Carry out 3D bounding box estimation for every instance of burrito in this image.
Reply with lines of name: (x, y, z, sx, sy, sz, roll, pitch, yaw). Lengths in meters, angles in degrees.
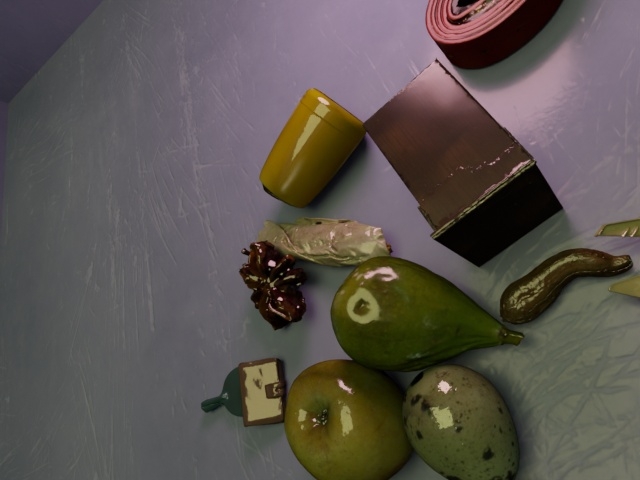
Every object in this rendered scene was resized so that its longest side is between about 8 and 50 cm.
burrito: (0.000, 0.000, 1.174, 0.392, 0.076, 0.117, 4, 78, 37)

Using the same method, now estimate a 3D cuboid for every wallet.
wallet: (-0.138, 0.364, 1.180, 0.118, 0.039, 0.152, -11, 72, 17)

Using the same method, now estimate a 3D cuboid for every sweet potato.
sweet potato: (0.416, 0.071, 0.863, 0.233, 0.062, 0.081, -34, 77, 20)

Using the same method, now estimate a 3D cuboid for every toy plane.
toy plane: (0.564, 0.006, 0.752, 0.229, 0.092, 0.244, 34, 97, 18)

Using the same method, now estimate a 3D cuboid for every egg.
egg: (0.244, 0.322, 0.842, 0.177, 0.177, 0.228, -44, 76, 18)

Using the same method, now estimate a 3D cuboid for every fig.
fig: (0.175, 0.168, 0.919, 0.314, 0.233, 0.233, 36, 99, 13)

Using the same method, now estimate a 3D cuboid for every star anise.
star anise: (-0.103, 0.103, 1.185, 0.190, 0.126, 0.220, -18, 88, 61)

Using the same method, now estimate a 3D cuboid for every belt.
belt: (0.375, -0.527, 1.033, 0.324, 0.115, 0.227, -45, 56, 16)

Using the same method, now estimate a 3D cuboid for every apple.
apple: (0.052, 0.355, 0.958, 0.261, 0.194, 0.260, -12, 68, 34)

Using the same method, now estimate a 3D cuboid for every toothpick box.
toothpick box: (-0.029, -0.213, 1.200, 0.271, 0.175, 0.175, -54, 53, 15)

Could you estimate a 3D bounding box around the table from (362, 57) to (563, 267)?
table: (0.260, -0.136, 0.917, 0.196, 0.251, 0.282, -41, 58, 20)

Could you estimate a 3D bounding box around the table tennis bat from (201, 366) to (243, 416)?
table tennis bat: (-0.228, 0.395, 1.253, 0.201, 0.033, 0.124, -29, 60, 23)
